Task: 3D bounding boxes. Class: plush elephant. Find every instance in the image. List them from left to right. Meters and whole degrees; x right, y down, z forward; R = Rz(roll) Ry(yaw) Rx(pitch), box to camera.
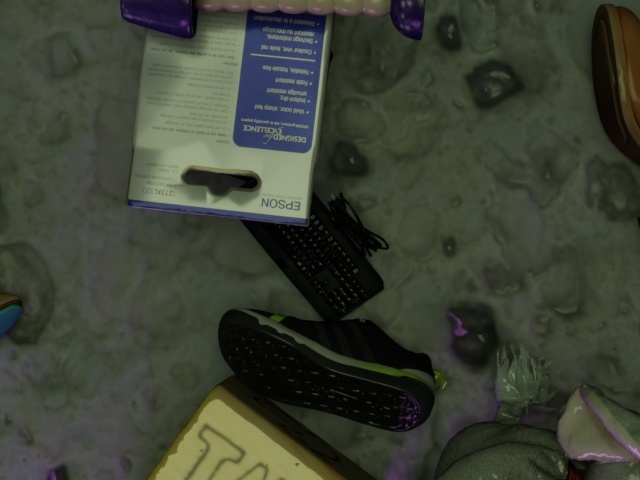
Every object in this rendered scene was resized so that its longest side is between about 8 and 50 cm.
[{"bbox_3d":[0.242,0.259,1.392,0.255,0.272,0.330,0,67,45],"label":"plush elephant"}]

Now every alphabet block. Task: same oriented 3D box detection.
[{"bbox_3d":[-0.070,0.266,1.452,0.197,0.192,0.193,36,88,2],"label":"alphabet block"}]

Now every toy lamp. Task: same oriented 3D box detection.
[{"bbox_3d":[-0.043,-0.219,1.368,0.275,0.080,0.080,2,88,1],"label":"toy lamp"}]

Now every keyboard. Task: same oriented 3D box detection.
[{"bbox_3d":[0.000,0.000,1.483,0.100,0.038,0.192,-38,123,2],"label":"keyboard"}]

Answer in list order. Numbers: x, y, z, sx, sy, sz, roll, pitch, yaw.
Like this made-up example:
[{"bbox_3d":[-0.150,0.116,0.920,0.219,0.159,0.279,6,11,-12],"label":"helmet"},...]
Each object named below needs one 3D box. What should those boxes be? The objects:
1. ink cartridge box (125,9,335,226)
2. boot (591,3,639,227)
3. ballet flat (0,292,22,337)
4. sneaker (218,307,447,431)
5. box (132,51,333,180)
[{"bbox_3d":[-0.075,-0.202,1.435,0.176,0.069,0.371,6,83,2],"label":"ink cartridge box"},{"bbox_3d":[0.400,-0.124,1.487,0.220,0.109,0.283,-18,83,-1],"label":"boot"},{"bbox_3d":[-0.409,0.114,1.527,0.232,0.080,0.073,-40,72,-1],"label":"ballet flat"},{"bbox_3d":[0.011,0.118,1.510,0.235,0.097,0.084,23,128,-2],"label":"sneaker"},{"bbox_3d":[-0.087,-0.145,1.512,0.158,0.093,0.156,18,89,4],"label":"box"}]
